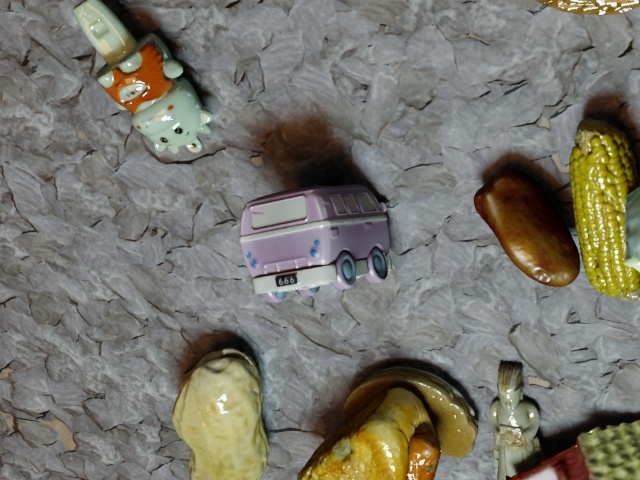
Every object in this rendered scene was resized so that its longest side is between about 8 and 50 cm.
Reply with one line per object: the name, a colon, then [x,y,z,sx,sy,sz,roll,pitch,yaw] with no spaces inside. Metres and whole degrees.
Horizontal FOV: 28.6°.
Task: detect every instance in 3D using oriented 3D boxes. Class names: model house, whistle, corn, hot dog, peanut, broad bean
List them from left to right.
whistle: [-0.237,-0.216,1.674,0.102,0.106,0.253,-37,109,-5]
peanut: [-0.154,0.303,2.000,0.149,0.149,0.313,9,133,16]
hot dog: [0.086,0.338,1.866,0.153,0.150,0.256,44,133,0]
broad bean: [0.267,-0.012,1.597,0.084,0.114,0.165,-52,55,45]
corn: [0.362,-0.031,1.564,0.097,0.097,0.261,-5,122,25]
model house: [0.415,0.378,1.760,0.254,0.196,0.160,-33,126,22]

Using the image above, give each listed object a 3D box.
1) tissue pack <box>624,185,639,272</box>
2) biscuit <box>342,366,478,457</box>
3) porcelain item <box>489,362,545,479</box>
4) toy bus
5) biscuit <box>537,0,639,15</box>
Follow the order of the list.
tissue pack: [0.577,-0.044,1.395,0.287,0.162,0.388,32,130,-21]
biscuit: [0.133,0.264,1.906,0.208,0.049,0.181,-21,115,37]
porcelain item: [0.287,0.276,1.850,0.084,0.054,0.213,1,124,20]
toy bus: [0.000,0.000,1.676,0.142,0.202,0.142,-13,87,29]
biscuit: [0.301,-0.368,1.376,0.262,0.037,0.262,11,127,15]
